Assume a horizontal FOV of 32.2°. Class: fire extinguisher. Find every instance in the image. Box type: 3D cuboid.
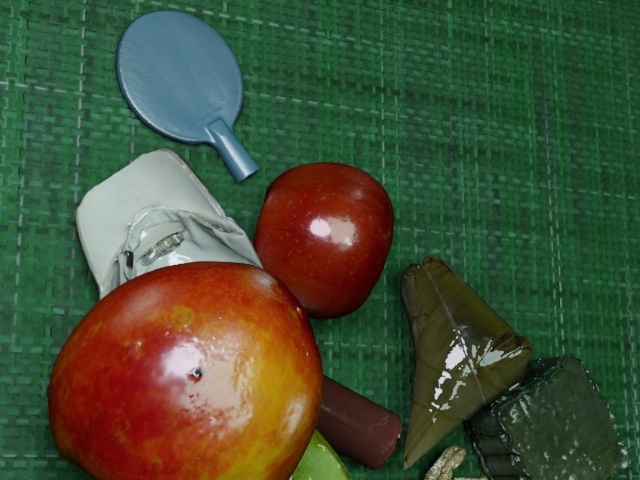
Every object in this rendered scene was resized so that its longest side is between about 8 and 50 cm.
[{"bbox_3d":[-0.039,0.279,1.827,0.337,0.106,0.147,30,92,-16],"label":"fire extinguisher"}]

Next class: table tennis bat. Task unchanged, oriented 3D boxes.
[{"bbox_3d":[-0.213,-0.244,1.884,0.215,0.044,0.329,-36,93,-28],"label":"table tennis bat"}]

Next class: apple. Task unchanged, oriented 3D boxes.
[{"bbox_3d":[0.000,0.000,1.820,0.216,0.260,0.261,14,72,-4],"label":"apple"}]

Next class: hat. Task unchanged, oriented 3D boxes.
[{"bbox_3d":[-0.253,0.010,1.769,0.257,0.168,0.301,-31,69,-2],"label":"hat"}]

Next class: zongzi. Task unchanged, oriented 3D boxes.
[{"bbox_3d":[0.175,0.202,1.909,0.300,0.145,0.274,-38,66,-11],"label":"zongzi"}]

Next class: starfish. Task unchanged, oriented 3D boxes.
[{"bbox_3d":[0.196,0.458,1.914,0.238,0.071,0.216,11,69,-16],"label":"starfish"}]

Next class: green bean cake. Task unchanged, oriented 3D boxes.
[{"bbox_3d":[0.410,0.353,1.999,0.255,0.132,0.241,-29,90,-31],"label":"green bean cake"}]

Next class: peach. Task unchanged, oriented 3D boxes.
[{"bbox_3d":[-0.176,0.202,1.544,0.388,0.388,0.389,6,77,-24],"label":"peach"}]

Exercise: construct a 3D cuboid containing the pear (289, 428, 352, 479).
[{"bbox_3d":[-0.051,0.410,1.749,0.255,0.164,0.238,35,65,-23],"label":"pear"}]
